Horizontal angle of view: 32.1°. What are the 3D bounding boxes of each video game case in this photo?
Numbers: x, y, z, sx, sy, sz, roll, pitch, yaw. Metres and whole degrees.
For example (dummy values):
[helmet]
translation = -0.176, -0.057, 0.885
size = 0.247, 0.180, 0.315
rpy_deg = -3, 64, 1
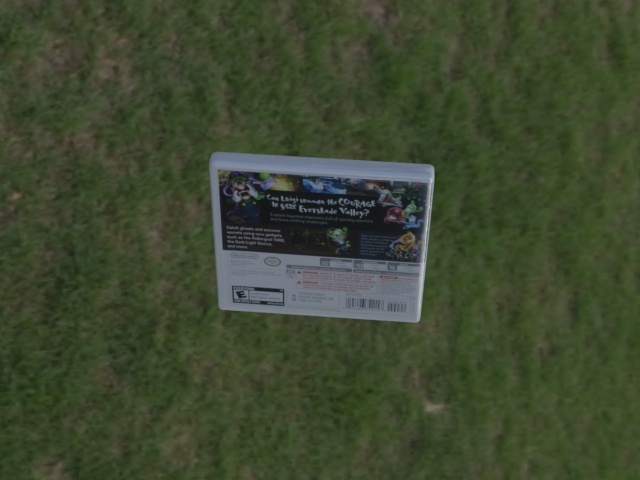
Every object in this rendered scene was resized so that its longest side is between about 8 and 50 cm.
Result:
[video game case]
translation = 0.000, 0.000, 0.988
size = 0.022, 0.190, 0.173
rpy_deg = -82, 175, -49
